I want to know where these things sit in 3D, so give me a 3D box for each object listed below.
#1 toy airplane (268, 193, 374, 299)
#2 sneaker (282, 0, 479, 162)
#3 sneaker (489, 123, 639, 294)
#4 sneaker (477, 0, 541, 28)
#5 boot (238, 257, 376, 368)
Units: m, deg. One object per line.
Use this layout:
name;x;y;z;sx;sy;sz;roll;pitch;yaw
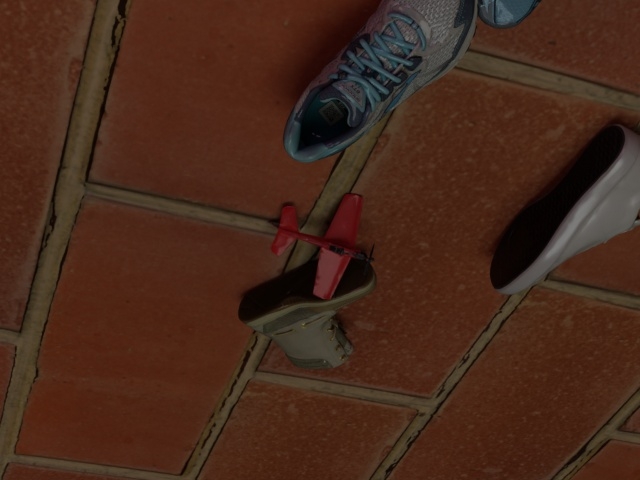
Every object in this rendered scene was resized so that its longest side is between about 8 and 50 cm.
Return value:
toy airplane;0.000;0.000;1.355;0.151;0.028;0.151;2;100;9
sneaker;0.062;-0.177;1.112;0.110;0.122;0.283;42;124;-3
sneaker;0.344;-0.015;1.345;0.123;0.106;0.290;23;129;-23
sneaker;0.225;-0.306;1.011;0.104;0.125;0.262;13;134;-17
boot;0.012;0.109;1.472;0.213;0.077;0.165;-20;134;23
